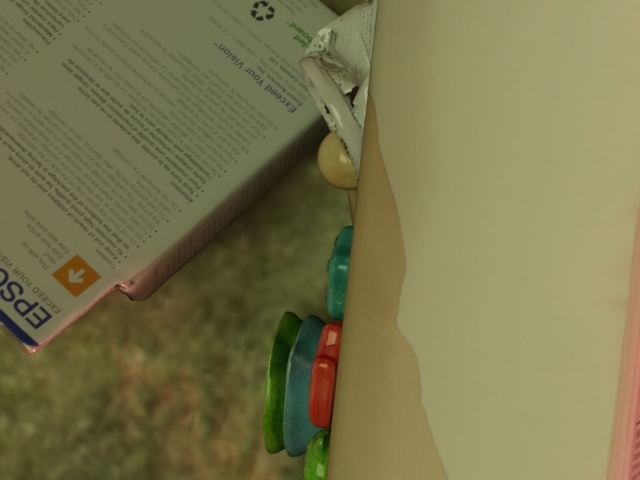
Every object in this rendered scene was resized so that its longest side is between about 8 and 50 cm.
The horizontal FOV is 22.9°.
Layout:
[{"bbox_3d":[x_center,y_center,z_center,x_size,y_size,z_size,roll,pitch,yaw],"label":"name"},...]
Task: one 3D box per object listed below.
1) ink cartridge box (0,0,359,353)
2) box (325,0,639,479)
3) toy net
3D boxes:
[{"bbox_3d":[-0.124,-0.080,0.731,0.223,0.045,0.224,42,65,13],"label":"ink cartridge box"},{"bbox_3d":[0.086,0.028,0.674,0.121,0.148,0.311,6,90,18],"label":"box"},{"bbox_3d":[0.000,0.000,0.689,0.045,0.122,0.232,8,109,11],"label":"toy net"}]
